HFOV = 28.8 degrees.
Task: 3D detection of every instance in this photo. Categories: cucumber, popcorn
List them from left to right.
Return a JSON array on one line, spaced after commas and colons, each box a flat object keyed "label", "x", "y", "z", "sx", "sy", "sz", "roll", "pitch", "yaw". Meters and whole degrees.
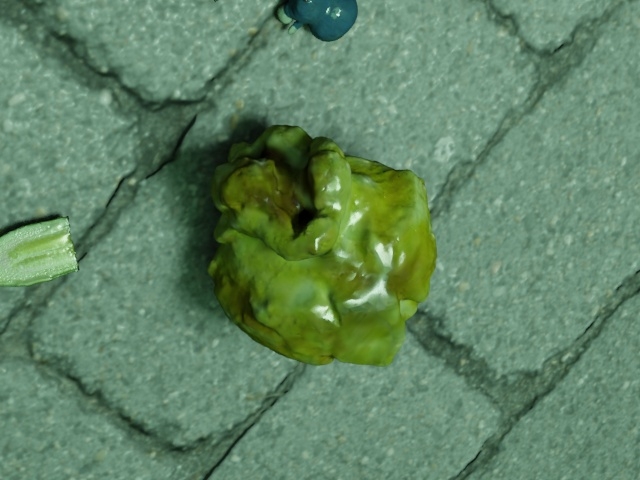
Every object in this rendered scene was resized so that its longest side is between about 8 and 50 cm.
[{"label": "cucumber", "x": -0.324, "y": 0.015, "z": 1.373, "sx": 0.107, "sy": 0.035, "sz": 0.067, "roll": -14, "pitch": 100, "yaw": -15}, {"label": "popcorn", "x": 0.001, "y": -0.002, "z": 1.389, "sx": 0.276, "sy": 0.225, "sz": 0.276, "roll": -10, "pitch": 117, "yaw": -20}]

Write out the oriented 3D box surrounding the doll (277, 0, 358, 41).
[{"label": "doll", "x": -0.001, "y": -0.253, "z": 1.377, "sx": 0.083, "sy": 0.050, "sz": 0.076, "roll": 21, "pitch": 108, "yaw": -31}]
